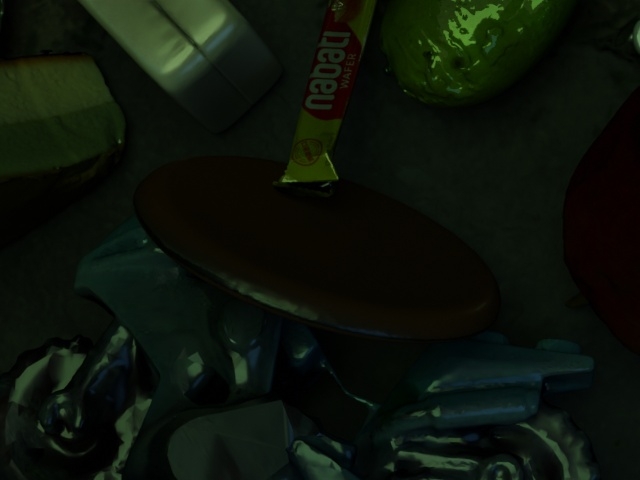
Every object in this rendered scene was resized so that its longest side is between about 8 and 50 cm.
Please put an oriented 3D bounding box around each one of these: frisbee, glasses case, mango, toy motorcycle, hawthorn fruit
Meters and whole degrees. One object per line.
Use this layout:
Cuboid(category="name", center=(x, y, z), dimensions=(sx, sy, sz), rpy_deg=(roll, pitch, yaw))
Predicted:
Cuboid(category="frisbee", center=(0.000, 0.000, 1.272), dimensions=(0.251, 0.251, 0.021), rpy_deg=(24, 110, 16))
Cuboid(category="glasses case", center=(-0.170, -0.224, 1.399), dimensions=(0.076, 0.144, 0.336), rpy_deg=(-43, 73, 1))
Cuboid(category="mango", center=(0.120, -0.164, 1.343), dimensions=(0.178, 0.100, 0.119), rpy_deg=(-43, 60, 5))
Cuboid(category="toy motorcycle", center=(-0.016, 0.092, 1.294), dimensions=(0.416, 0.172, 0.232), rpy_deg=(7, 72, 12))
Cuboid(category="hawthorn fruit", center=(0.236, -0.004, 1.246), dimensions=(0.189, 0.189, 0.251), rpy_deg=(56, 134, 16))

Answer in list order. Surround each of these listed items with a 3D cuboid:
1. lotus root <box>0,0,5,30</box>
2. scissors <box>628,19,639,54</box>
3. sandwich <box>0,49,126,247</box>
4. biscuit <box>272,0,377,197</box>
Cuboid(category="lotus root", center=(-0.328, -0.179, 1.459), dimensions=(0.204, 0.078, 0.183), rpy_deg=(13, 78, 4))
Cuboid(category="scissors", center=(0.316, -0.082, 1.321), dimensions=(0.242, 0.030, 0.118), rpy_deg=(34, 87, 14))
Cuboid(category="sandwich", center=(-0.270, -0.043, 1.410), dimensions=(0.186, 0.220, 0.108), rpy_deg=(-40, 73, 41))
Cuboid(category="biscuit", center=(0.021, -0.152, 1.359), dimensions=(0.048, 0.026, 0.292), rpy_deg=(1, 59, 21))
